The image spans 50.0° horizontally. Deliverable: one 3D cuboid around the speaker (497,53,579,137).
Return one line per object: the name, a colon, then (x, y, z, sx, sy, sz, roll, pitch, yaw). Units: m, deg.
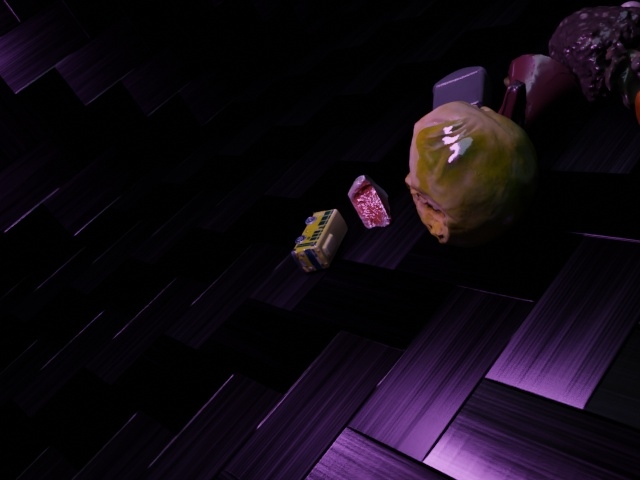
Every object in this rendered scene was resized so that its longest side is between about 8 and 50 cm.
speaker: (0.513, -0.314, 1.710, 0.329, 0.198, 0.259, -53, 5, -26)

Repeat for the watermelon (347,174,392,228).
watermelon: (0.145, -0.088, 1.890, 0.098, 0.121, 0.158, -39, 72, 18)

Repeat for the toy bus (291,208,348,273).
toy bus: (0.000, 0.000, 1.845, 0.101, 0.088, 0.175, -9, 35, 32)

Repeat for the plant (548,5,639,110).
plant: (0.737, -0.460, 1.714, 0.215, 0.213, 0.312, -28, 28, 3)

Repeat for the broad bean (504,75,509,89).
broad bean: (0.627, -0.473, 1.998, 0.207, 0.072, 0.153, -28, 30, -17)

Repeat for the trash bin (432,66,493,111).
trash bin: (0.428, -0.423, 2.069, 0.177, 0.101, 0.236, -15, 36, 25)

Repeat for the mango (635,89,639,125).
mango: (0.773, -0.243, 1.447, 0.133, 0.111, 0.267, -33, 45, -7)

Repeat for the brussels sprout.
brussels sprout: (0.324, -0.153, 1.545, 0.344, 0.268, 0.344, -8, 77, 35)

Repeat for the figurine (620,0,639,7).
figurine: (0.866, -0.619, 1.945, 0.137, 0.111, 0.229, -26, 17, 0)
